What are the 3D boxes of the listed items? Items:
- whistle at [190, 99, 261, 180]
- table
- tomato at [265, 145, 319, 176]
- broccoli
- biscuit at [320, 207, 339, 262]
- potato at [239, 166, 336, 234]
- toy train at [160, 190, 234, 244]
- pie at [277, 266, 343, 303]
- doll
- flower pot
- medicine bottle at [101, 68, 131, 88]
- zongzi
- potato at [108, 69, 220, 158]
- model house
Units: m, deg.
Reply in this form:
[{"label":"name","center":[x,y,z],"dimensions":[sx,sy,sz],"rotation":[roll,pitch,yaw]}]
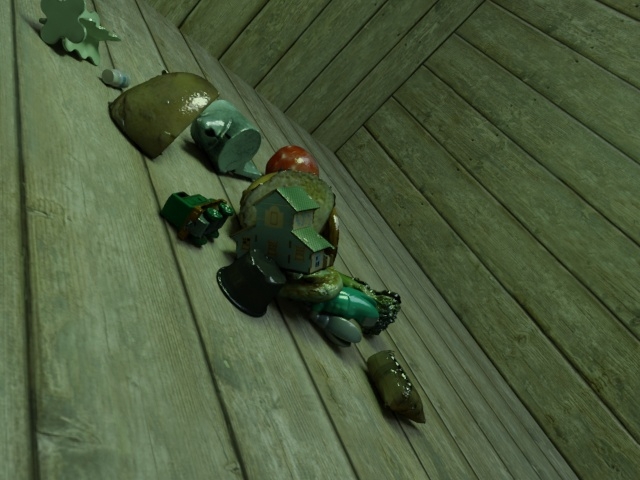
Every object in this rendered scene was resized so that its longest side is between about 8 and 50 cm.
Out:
[{"label":"whistle","center":[-0.326,-0.324,1.816],"dimensions":[0.168,0.188,0.405],"rotation":[46,-19,19]},{"label":"table","center":[-0.716,-0.629,1.530],"dimensions":[0.166,0.166,0.198],"rotation":[46,7,1]},{"label":"tomato","center":[-0.120,-0.281,2.106],"dimensions":[0.188,0.232,0.232],"rotation":[-8,53,-45]},{"label":"broccoli","center":[0.126,0.189,1.733],"dimensions":[0.304,0.165,0.145],"rotation":[38,43,24]},{"label":"biscuit","center":[-0.001,0.000,1.673],"dimensions":[0.037,0.262,0.262],"rotation":[7,31,-20]},{"label":"potato","center":[-0.136,-0.099,1.580],"dimensions":[0.289,0.301,0.237],"rotation":[52,-13,-29]},{"label":"toy train","center":[-0.308,-0.067,1.281],"dimensions":[0.136,0.091,0.228],"rotation":[36,15,0]},{"label":"pie","center":[-0.053,0.100,1.403],"dimensions":[0.240,0.054,0.240],"rotation":[8,24,-4]},{"label":"doll","center":[0.038,0.192,1.484],"dimensions":[0.258,0.153,0.195],"rotation":[32,31,11]},{"label":"flower pot","center":[-0.157,0.094,1.236],"dimensions":[0.157,0.107,0.157],"rotation":[44,14,-14]},{"label":"medicine bottle","center":[-0.636,-0.505,1.589],"dimensions":[0.052,0.052,0.089],"rotation":[47,15,2]},{"label":"zongzi","center":[0.223,0.420,1.449],"dimensions":[0.197,0.099,0.194],"rotation":[47,11,-40]},{"label":"potato","center":[-0.445,-0.397,1.449],"dimensions":[0.211,0.264,0.189],"rotation":[48,5,-16]},{"label":"model house","center":[-0.088,-0.040,1.339],"dimensions":[0.270,0.207,0.178],"rotation":[10,14,28]}]
